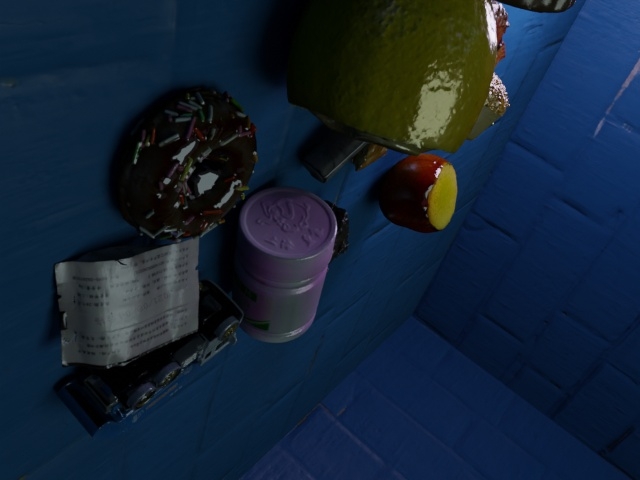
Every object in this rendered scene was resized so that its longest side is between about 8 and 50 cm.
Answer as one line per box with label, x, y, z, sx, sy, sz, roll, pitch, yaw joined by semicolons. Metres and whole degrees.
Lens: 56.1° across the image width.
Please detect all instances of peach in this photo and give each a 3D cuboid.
peach;0.296;-0.138;1.834;0.245;0.248;0.275;-18;177;20

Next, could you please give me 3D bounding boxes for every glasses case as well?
glasses case;0.090;-0.251;1.326;0.299;0.114;0.060;-43;120;-4

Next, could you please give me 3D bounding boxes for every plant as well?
plant;0.000;0.000;1.558;0.142;0.131;0.203;-44;160;-34

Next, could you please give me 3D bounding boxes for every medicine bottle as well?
medicine bottle;-0.090;0.062;1.339;0.212;0.212;0.325;-40;157;-34

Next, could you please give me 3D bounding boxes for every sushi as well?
sushi;0.435;-0.553;1.637;0.124;0.130;0.332;-46;154;-5

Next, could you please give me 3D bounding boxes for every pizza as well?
pizza;0.130;-0.249;1.549;0.161;0.063;0.182;-60;165;-2

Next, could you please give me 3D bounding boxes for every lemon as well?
lemon;0.127;-0.328;1.009;0.364;0.364;0.364;-45;159;-23

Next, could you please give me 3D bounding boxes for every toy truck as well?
toy truck;-0.329;0.235;1.201;0.367;0.146;0.175;-36;161;-34

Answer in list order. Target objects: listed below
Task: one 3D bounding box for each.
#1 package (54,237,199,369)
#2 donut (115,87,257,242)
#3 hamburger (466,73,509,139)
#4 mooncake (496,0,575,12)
package;-0.313;0.107;1.019;0.251;0.062;0.203;-12;121;-37
donut;-0.203;-0.113;0.961;0.270;0.103;0.269;-43;157;-23
hamburger;0.322;-0.376;1.455;0.179;0.276;0.294;-51;175;16
mooncake;0.362;-0.576;1.144;0.324;0.324;0.187;-31;149;-47
